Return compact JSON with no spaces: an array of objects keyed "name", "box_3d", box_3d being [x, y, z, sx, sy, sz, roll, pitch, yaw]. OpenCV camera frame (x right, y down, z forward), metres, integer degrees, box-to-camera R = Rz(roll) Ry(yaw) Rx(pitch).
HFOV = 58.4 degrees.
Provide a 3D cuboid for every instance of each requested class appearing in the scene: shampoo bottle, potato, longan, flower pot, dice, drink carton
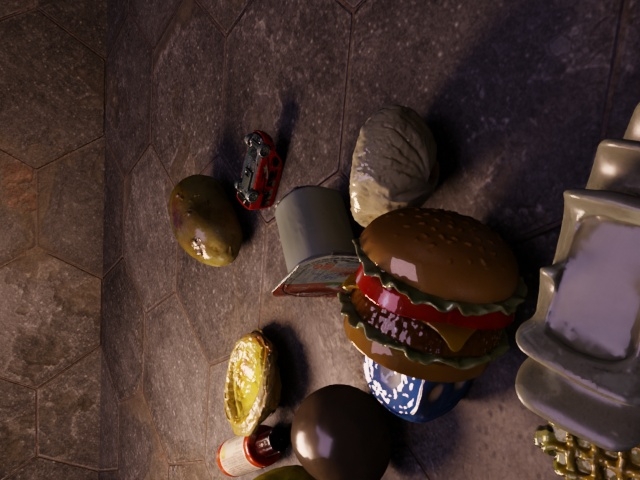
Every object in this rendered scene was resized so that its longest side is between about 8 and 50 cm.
[{"name":"shampoo bottle","box_3d":[-0.171,0.545,1.496,0.278,0.104,0.104,-40,61,47]},{"name":"potato","box_3d":[-0.324,-0.049,1.607,0.307,0.173,0.210,54,130,40]},{"name":"longan","box_3d":[0.039,0.384,1.134,0.220,0.196,0.196,27,113,51]},{"name":"flower pot","box_3d":[0.354,0.027,0.618,0.164,0.254,0.367,25,108,46]},{"name":"dice","box_3d":[0.171,0.212,0.984,0.146,0.146,0.143,35,121,46]},{"name":"drink carton","box_3d":[0.000,0.000,1.193,0.191,0.185,0.190,-46,45,46]}]

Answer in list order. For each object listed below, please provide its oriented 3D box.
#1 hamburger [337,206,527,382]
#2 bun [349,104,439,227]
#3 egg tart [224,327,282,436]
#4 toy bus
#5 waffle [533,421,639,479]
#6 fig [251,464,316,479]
[{"name":"hamburger","box_3d":[0.171,0.061,0.871,0.274,0.274,0.212,37,122,46]},{"name":"bun","box_3d":[0.137,-0.120,0.988,0.134,0.220,0.220,15,107,21]},{"name":"egg tart","box_3d":[-0.168,0.366,1.479,0.279,0.095,0.279,-32,52,53]},{"name":"toy bus","box_3d":[-0.148,-0.177,1.430,0.081,0.089,0.195,43,126,43]},{"name":"waffle","box_3d":[0.405,0.280,0.750,0.223,0.054,0.204,58,132,33]},{"name":"fig","box_3d":[-0.078,0.655,1.263,0.258,0.258,0.326,48,140,40]}]
